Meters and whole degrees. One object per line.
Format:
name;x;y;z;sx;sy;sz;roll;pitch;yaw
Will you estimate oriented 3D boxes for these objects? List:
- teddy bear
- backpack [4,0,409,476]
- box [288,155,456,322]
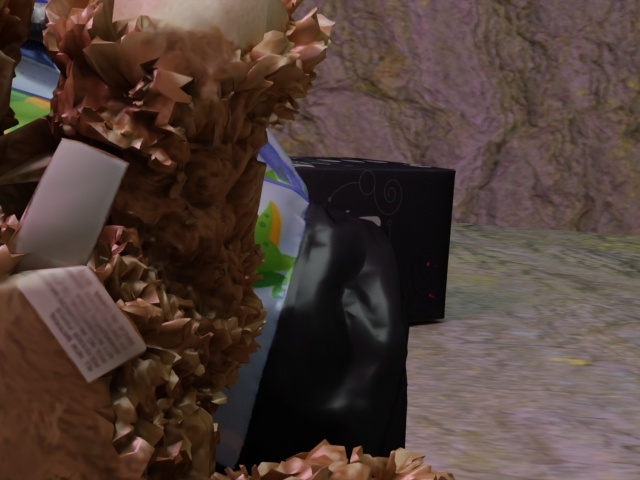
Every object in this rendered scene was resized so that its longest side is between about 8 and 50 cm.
teddy bear;-0.089;0.054;0.398;0.245;0.338;0.113;-9;-19;-16
backpack;-0.165;0.014;0.582;0.356;0.273;0.290;6;-17;-12
box;0.000;0.000;1.475;0.143;0.165;0.270;10;9;41
